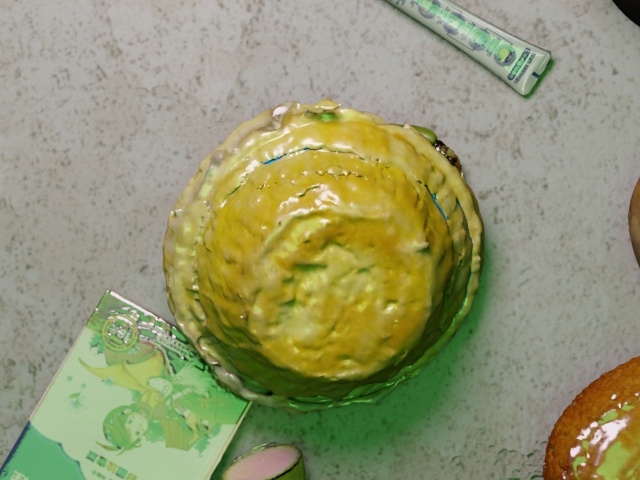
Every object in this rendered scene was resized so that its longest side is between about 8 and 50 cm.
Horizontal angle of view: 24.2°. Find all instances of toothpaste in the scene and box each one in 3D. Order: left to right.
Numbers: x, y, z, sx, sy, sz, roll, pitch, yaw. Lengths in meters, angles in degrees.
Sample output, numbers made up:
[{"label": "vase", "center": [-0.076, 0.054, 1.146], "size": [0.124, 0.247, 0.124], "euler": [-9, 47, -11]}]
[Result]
[{"label": "toothpaste", "center": [0.163, -0.259, 1.789], "size": [0.239, 0.039, 0.062], "euler": [32, 96, 2]}]

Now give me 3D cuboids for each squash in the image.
[{"label": "squash", "center": [-0.052, 0.323, 1.788], "size": [0.105, 0.105, 0.132], "euler": [-18, 107, 4]}]

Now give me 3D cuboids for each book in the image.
[{"label": "book", "center": [-0.239, 0.247, 1.793], "size": [0.228, 0.018, 0.322], "euler": [28, 80, 4]}]

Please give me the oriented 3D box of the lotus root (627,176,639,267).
[{"label": "lotus root", "center": [0.477, -0.021, 1.664], "size": [0.272, 0.192, 0.272], "euler": [-14, 60, 27]}]

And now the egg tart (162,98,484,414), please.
[{"label": "egg tart", "center": [0.010, 0.030, 1.699], "size": [0.388, 0.169, 0.388], "euler": [-3, 108, -8]}]

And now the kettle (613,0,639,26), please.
[{"label": "kettle", "center": [0.396, -0.338, 1.649], "size": [0.268, 0.290, 0.207], "euler": [-5, 91, 5]}]

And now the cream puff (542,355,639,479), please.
[{"label": "cream puff", "center": [0.393, 0.270, 1.690], "size": [0.303, 0.212, 0.303], "euler": [0, 88, -5]}]

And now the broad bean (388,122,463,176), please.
[{"label": "broad bean", "center": [0.013, -0.089, 1.786], "size": [0.318, 0.056, 0.098], "euler": [-3, 74, 4]}]
